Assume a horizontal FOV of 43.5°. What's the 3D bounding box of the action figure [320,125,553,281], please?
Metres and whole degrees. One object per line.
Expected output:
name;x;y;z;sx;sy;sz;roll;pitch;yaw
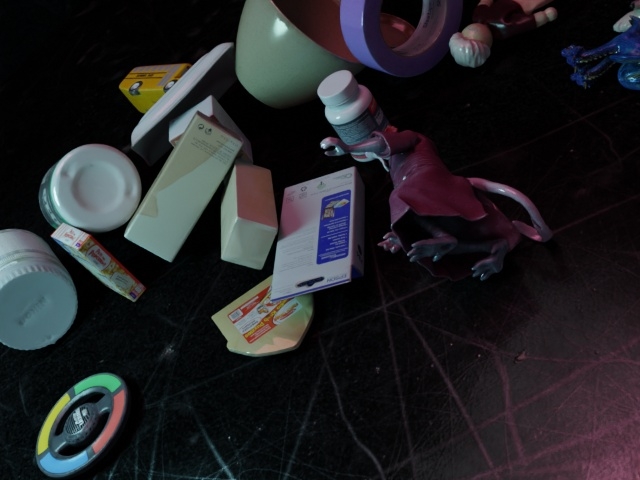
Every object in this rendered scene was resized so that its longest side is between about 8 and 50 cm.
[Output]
action figure;0.181;-0.108;1.383;0.275;0.248;0.370;-29;41;10

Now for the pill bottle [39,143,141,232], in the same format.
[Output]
pill bottle;-0.574;-0.112;1.957;0.204;0.204;0.361;-52;18;-18

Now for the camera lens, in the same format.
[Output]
camera lens;-0.711;0.110;1.894;0.219;0.219;0.274;-45;38;-9

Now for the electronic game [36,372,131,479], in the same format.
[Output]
electronic game;-0.469;0.363;1.584;0.229;0.048;0.229;-22;40;20

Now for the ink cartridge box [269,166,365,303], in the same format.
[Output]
ink cartridge box;0.000;0.000;1.546;0.165;0.065;0.333;-15;39;18

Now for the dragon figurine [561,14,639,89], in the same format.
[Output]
dragon figurine;0.570;-0.322;1.418;0.144;0.085;0.289;-48;38;-12

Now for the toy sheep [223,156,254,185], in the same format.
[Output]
toy sheep;-0.182;-0.138;1.837;0.091;0.091;0.132;-28;68;12

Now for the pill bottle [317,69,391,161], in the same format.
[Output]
pill bottle;0.072;-0.262;1.678;0.108;0.180;0.108;-22;41;20

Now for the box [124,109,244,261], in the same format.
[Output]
box;-0.301;-0.122;1.777;0.311;0.121;0.148;-58;14;6

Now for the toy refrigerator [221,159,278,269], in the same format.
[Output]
toy refrigerator;-0.147;-0.058;1.663;0.269;0.094;0.102;-102;32;-60

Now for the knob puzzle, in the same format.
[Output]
knob puzzle;-0.090;0.153;1.502;0.213;0.030;0.213;-14;40;12

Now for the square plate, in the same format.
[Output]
square plate;-0.346;-0.344;2.036;0.347;0.049;0.344;-46;2;-5

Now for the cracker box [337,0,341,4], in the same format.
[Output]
cracker box;0.014;-0.714;2.276;0.155;0.067;0.232;-42;38;-5

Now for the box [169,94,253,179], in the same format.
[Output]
box;-0.263;-0.236;1.928;0.130;0.170;0.091;-29;39;14

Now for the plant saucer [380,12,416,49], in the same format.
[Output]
plant saucer;0.148;-0.495;1.918;0.168;0.029;0.168;6;41;-6

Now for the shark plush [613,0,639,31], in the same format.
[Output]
shark plush;0.636;-0.452;1.528;0.161;0.073;0.067;-43;8;1

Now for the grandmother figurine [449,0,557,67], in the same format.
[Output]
grandmother figurine;0.407;-0.496;1.720;0.342;0.104;0.208;-43;29;-10

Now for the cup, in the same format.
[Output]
cup;-0.074;-0.458;1.926;0.237;0.331;0.331;-46;31;30

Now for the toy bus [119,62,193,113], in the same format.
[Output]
toy bus;-0.449;-0.438;2.335;0.332;0.108;0.130;9;56;44

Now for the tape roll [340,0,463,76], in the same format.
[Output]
tape roll;0.180;-0.504;1.761;0.275;0.275;0.090;-45;37;-8

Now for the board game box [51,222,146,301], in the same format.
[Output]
board game box;-0.501;0.050;1.809;0.146;0.193;0.045;18;64;47
